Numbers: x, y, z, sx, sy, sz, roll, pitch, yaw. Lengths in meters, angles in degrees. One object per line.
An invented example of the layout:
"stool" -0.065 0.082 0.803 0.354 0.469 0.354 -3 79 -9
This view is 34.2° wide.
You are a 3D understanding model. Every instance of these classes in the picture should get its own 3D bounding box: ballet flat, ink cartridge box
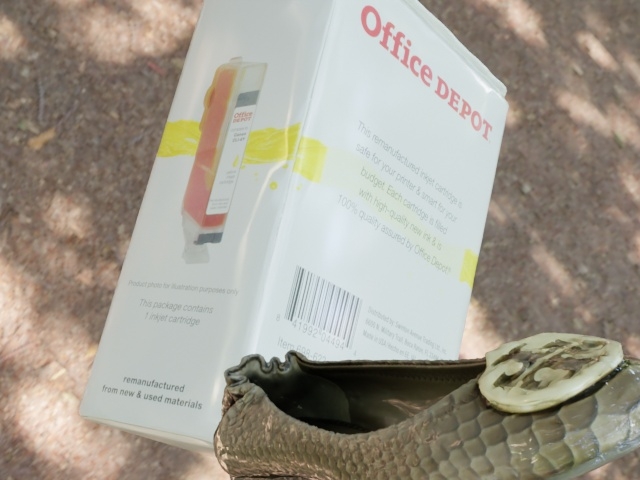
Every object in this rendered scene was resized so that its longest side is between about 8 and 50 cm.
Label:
"ballet flat" 0.025 0.063 0.400 0.084 0.250 0.058 -18 89 -32
"ink cartridge box" 0.000 0.000 0.867 0.279 0.160 0.384 31 68 -48
